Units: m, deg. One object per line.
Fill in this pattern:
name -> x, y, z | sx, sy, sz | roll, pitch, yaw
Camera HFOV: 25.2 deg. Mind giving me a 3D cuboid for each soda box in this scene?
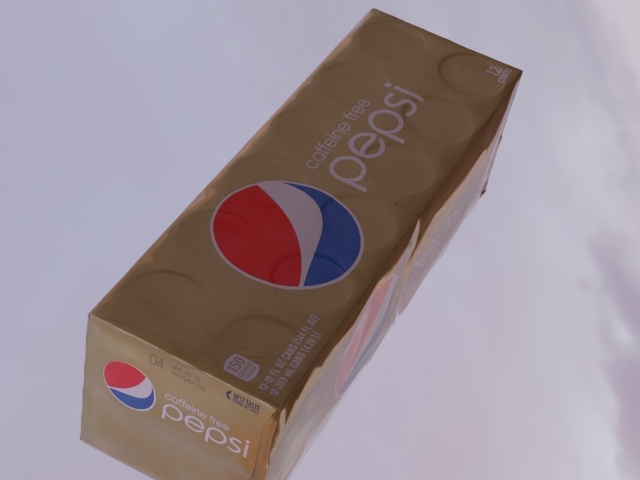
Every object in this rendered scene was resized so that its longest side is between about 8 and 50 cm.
soda box -> 0.000, 0.000, 0.452 | 0.181, 0.061, 0.058 | -52, -19, -43
